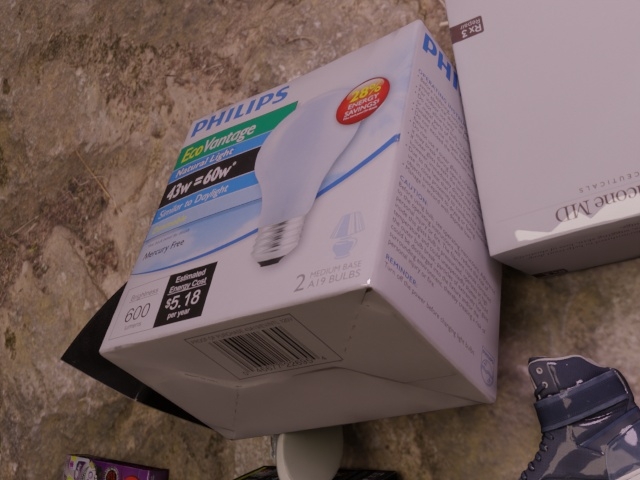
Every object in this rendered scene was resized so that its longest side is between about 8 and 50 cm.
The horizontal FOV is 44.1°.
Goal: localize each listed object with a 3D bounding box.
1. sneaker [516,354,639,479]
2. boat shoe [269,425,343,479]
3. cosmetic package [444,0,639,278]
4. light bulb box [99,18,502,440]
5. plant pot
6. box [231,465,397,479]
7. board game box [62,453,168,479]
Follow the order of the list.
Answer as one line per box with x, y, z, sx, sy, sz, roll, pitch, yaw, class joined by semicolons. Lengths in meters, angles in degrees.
0.227;0.212;0.820;0.226;0.086;0.163;-32;71;16;sneaker
-0.022;0.238;0.972;0.081;0.079;0.227;-56;12;27;boat shoe
0.273;-0.170;0.850;0.217;0.156;0.384;-19;66;30;cosmetic package
0.000;0.000;0.892;0.358;0.225;0.361;-17;44;33;light bulb box
-0.219;0.150;1.137;0.188;0.187;0.167;14;74;39;plant pot
-0.064;0.326;0.903;0.216;0.270;0.060;-10;87;35;box
-0.337;0.516;1.209;0.208;0.056;0.346;-3;76;33;board game box
